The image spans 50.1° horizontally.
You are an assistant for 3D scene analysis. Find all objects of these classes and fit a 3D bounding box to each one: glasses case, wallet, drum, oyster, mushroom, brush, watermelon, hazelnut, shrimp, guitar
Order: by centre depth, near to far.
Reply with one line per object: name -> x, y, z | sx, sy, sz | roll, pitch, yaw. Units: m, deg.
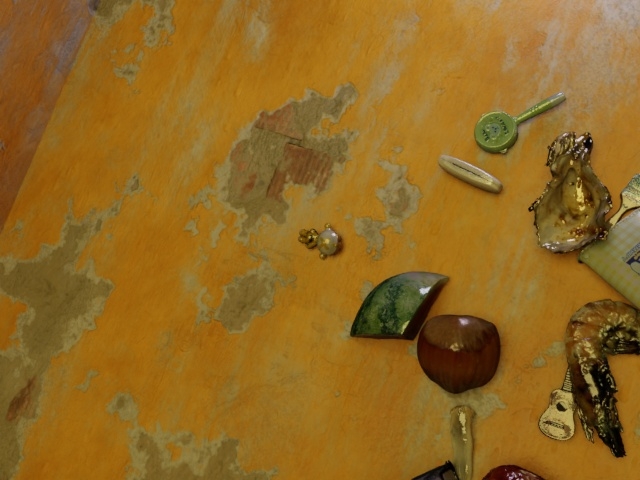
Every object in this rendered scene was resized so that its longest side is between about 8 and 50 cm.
wallet -> 0.789, 0.064, 1.600 | 0.223, 0.077, 0.309 | -43, 43, 8
shrimp -> 0.706, 0.316, 1.610 | 0.233, 0.071, 0.364 | -8, 73, 4
guitar -> 0.604, 0.352, 1.673 | 0.084, 0.038, 0.271 | 16, 78, 21
hazelnut -> 0.346, 0.283, 1.723 | 0.210, 0.186, 0.210 | -3, 67, 7
brush -> 0.766, -0.080, 1.726 | 0.070, 0.021, 0.196 | 42, 97, 26
mushroom -> 0.359, 0.520, 1.733 | 0.059, 0.054, 0.202 | -5, 80, 31
oyster -> 0.628, -0.126, 1.735 | 0.198, 0.133, 0.336 | -8, 71, 24
watermelon -> 0.210, 0.179, 1.837 | 0.260, 0.176, 0.256 | -66, 25, -2
glasses case -> 0.408, -0.182, 1.875 | 0.193, 0.074, 0.049 | 29, 93, 27
drum -> 0.532, -0.344, 1.877 | 0.253, 0.049, 0.130 | -42, 65, 8

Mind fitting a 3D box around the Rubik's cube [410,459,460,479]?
Rubik's cube -> 0.189, 0.763, 1.572 | 0.359, 0.362, 0.363 | -29, 71, 16

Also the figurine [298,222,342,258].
figurine -> 0.000, -0.005, 2.012 | 0.143, 0.068, 0.101 | 41, 111, 27

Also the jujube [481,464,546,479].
jujube -> 0.489, 0.647, 1.564 | 0.290, 0.197, 0.197 | 43, 96, 10
